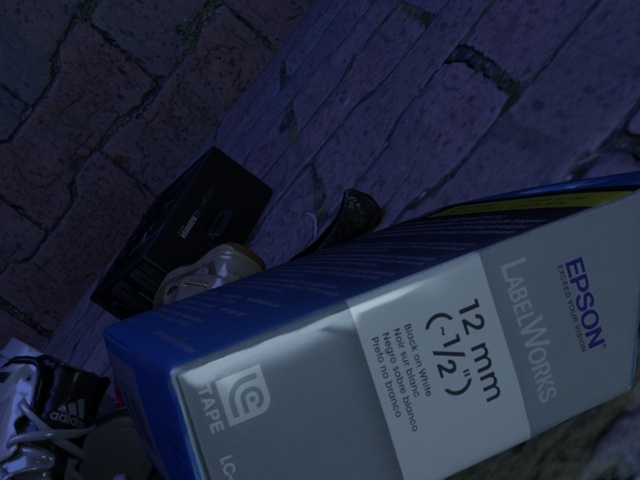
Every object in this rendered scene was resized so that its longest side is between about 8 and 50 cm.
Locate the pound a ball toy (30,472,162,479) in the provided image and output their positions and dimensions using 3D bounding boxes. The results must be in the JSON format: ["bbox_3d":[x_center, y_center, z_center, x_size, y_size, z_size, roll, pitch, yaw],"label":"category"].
[{"bbox_3d":[-0.089,0.238,0.560,0.208,0.135,0.319,-19,12,-11],"label":"pound a ball toy"}]

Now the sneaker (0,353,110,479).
[{"bbox_3d":[-0.301,0.260,0.893,0.447,0.169,0.257,31,96,55],"label":"sneaker"}]

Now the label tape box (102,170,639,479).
[{"bbox_3d":[0.058,0.054,0.564,0.348,0.115,0.249,-18,5,-20],"label":"label tape box"}]

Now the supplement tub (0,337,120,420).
[{"bbox_3d":[-0.460,0.324,1.301,0.316,0.228,0.228,-59,17,-18],"label":"supplement tub"}]

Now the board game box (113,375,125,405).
[{"bbox_3d":[-0.253,0.190,1.181,0.133,0.033,0.168,-100,11,-56],"label":"board game box"}]

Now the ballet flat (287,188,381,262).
[{"bbox_3d":[0.000,0.000,1.014,0.173,0.049,0.057,-43,18,31],"label":"ballet flat"}]

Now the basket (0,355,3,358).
[{"bbox_3d":[-0.559,0.366,1.500,0.299,0.223,0.213,-53,16,-3],"label":"basket"}]

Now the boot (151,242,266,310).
[{"bbox_3d":[-0.187,0.132,1.194,0.262,0.095,0.203,-31,29,47],"label":"boot"}]

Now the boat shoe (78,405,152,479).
[{"bbox_3d":[-0.301,0.300,1.125,0.305,0.109,0.091,-50,21,25],"label":"boat shoe"}]

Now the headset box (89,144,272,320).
[{"bbox_3d":[-0.232,0.004,1.502,0.283,0.131,0.246,-31,27,52],"label":"headset box"}]
